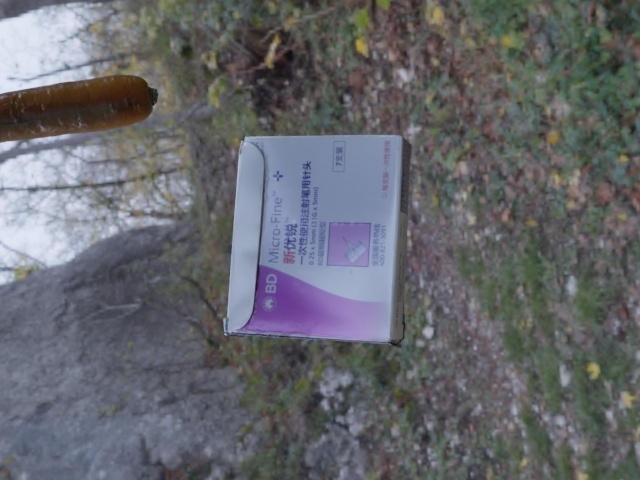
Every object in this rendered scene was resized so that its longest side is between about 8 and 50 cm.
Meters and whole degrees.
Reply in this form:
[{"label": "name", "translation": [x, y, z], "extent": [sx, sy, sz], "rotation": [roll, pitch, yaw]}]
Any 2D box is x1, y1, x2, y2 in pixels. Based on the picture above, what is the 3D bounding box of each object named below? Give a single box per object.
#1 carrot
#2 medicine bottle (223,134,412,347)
[{"label": "carrot", "translation": [-0.308, -0.160, 0.989], "extent": [0.067, 0.225, 0.067], "rotation": [168, 90, -71]}, {"label": "medicine bottle", "translation": [0.000, 0.000, 0.799], "extent": [0.052, 0.171, 0.201], "rotation": [17, -104, -72]}]
